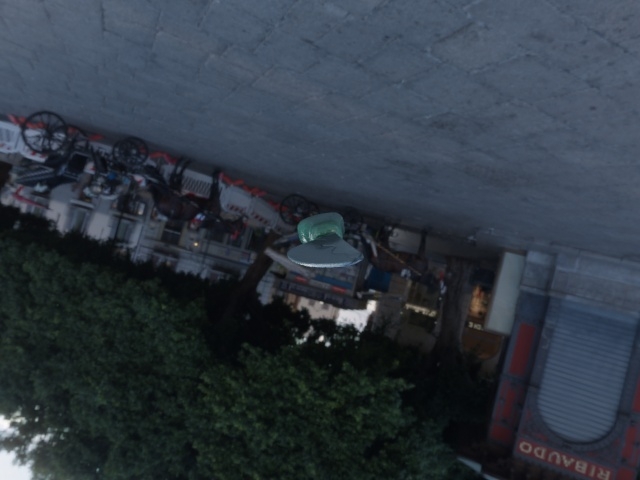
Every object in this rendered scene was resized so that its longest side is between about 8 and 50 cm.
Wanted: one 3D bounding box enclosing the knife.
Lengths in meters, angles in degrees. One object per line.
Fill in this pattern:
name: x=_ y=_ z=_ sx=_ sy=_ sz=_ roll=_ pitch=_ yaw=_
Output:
knife: x=-0.002 y=0.000 z=0.456 sx=0.063 sy=0.035 sz=0.260 roll=-13 pitch=-173 yaw=1
